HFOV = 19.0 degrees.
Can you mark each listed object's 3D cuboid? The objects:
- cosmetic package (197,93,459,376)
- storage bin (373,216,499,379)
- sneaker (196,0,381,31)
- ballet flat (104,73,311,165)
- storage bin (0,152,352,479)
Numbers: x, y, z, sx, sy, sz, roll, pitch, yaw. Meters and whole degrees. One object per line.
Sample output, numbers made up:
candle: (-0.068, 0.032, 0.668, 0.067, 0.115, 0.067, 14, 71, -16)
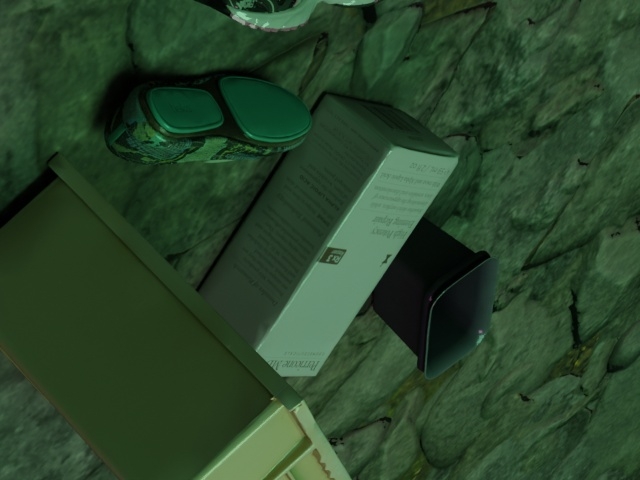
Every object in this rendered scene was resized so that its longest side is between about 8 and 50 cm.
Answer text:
cosmetic package: (0.000, 0.000, 1.548, 0.117, 0.085, 0.231, 5, 121, -56)
storage bin: (0.102, 0.041, 1.739, 0.098, 0.091, 0.135, -34, 150, -25)
sneaker: (-0.018, -0.197, 1.303, 0.178, 0.072, 0.077, -26, 134, -50)
ballet flat: (-0.084, -0.082, 1.360, 0.188, 0.070, 0.070, 0, 126, -53)
storage bin: (-0.109, 0.115, 1.343, 0.123, 0.262, 0.260, -43, 152, -9)
